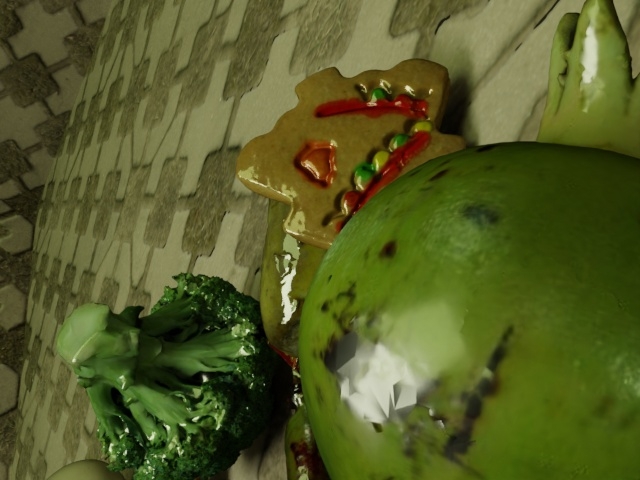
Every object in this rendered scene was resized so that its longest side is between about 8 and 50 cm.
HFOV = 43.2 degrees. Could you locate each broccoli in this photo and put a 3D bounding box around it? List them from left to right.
[{"bbox_3d":[-0.182,0.154,0.954,0.270,0.270,0.269,-24,47,29],"label":"broccoli"}]

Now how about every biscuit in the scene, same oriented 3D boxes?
[{"bbox_3d":[0.045,-0.053,0.709,0.238,0.212,0.041,64,180,20],"label":"biscuit"}]

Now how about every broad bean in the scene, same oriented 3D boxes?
[{"bbox_3d":[-0.002,0.277,0.760,0.077,0.061,0.338,107,163,-61],"label":"broad bean"}]

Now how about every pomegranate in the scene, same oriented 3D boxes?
[{"bbox_3d":[0.122,0.036,0.426,0.260,0.261,0.340,5,82,64],"label":"pomegranate"}]

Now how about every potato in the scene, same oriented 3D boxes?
[{"bbox_3d":[0.000,0.000,0.803,0.149,0.113,0.251,137,137,-82],"label":"potato"}]

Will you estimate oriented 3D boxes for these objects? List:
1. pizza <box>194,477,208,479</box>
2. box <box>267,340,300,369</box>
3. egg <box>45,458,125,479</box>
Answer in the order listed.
[{"bbox_3d":[-0.177,0.454,1.040,0.287,0.075,0.280,-108,34,-41],"label":"pizza"},{"bbox_3d":[-0.018,0.117,0.871,0.082,0.052,0.023,29,108,62],"label":"box"},{"bbox_3d":[-0.408,0.484,1.354,0.186,0.186,0.241,22,90,63],"label":"egg"}]
